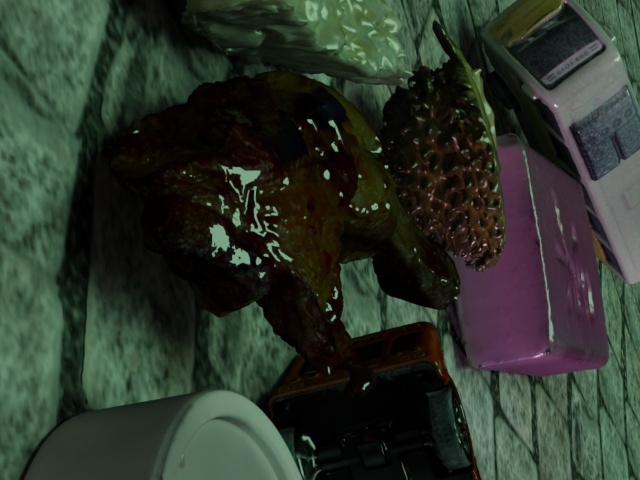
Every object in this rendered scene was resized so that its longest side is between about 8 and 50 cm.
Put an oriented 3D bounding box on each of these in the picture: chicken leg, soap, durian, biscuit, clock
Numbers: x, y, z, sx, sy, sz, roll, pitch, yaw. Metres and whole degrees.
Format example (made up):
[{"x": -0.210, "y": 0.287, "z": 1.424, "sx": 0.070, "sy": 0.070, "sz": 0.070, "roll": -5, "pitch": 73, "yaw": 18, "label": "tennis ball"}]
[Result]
[{"x": -0.005, "y": -0.011, "z": 0.900, "sx": 0.177, "sy": 0.083, "sz": 0.322, "roll": 60, "pitch": 19, "yaw": -1, "label": "chicken leg"}, {"x": 0.177, "y": 0.022, "z": 1.467, "sx": 0.259, "sy": 0.081, "sz": 0.181, "roll": 20, "pitch": 62, "yaw": -69, "label": "soap"}, {"x": 0.081, "y": -0.064, "z": 1.222, "sx": 0.148, "sy": 0.091, "sz": 0.188, "roll": -85, "pitch": 170, "yaw": -66, "label": "durian"}, {"x": -0.026, "y": -0.176, "z": 0.997, "sx": 0.281, "sy": 0.084, "sz": 0.179, "roll": 19, "pitch": 58, "yaw": -71, "label": "biscuit"}, {"x": -0.059, "y": 0.166, "z": 0.744, "sx": 0.197, "sy": 0.068, "sz": 0.197, "roll": -11, "pitch": 90, "yaw": -71, "label": "clock"}]

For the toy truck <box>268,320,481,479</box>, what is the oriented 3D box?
[{"x": 0.057, "y": 0.181, "z": 1.003, "sx": 0.114, "sy": 0.107, "sz": 0.253, "roll": -71, "pitch": 144, "yaw": -73, "label": "toy truck"}]

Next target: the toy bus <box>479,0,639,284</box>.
[{"x": 0.253, "y": -0.093, "z": 1.641, "sx": 0.138, "sy": 0.097, "sz": 0.342, "roll": 53, "pitch": -2, "yaw": 38, "label": "toy bus"}]
